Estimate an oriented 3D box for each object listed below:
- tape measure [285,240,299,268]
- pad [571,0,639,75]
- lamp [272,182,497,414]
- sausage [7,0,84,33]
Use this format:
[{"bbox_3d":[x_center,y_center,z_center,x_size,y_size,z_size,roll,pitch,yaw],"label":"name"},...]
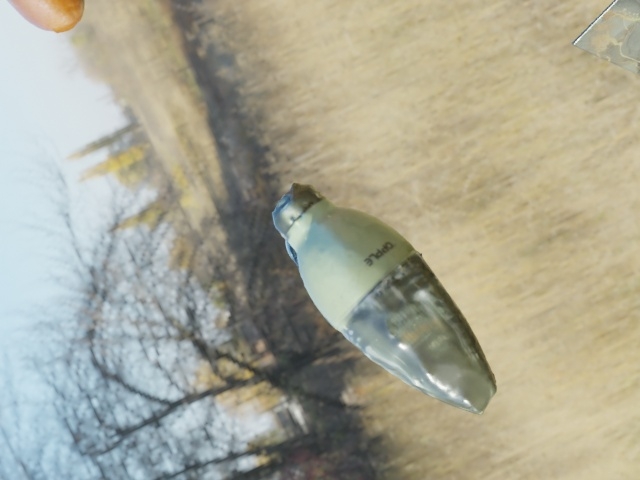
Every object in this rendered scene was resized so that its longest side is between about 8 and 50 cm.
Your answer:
[{"bbox_3d":[-0.002,0.000,1.649,0.054,0.094,0.091,-147,42,-75],"label":"tape measure"},{"bbox_3d":[0.529,-0.262,1.433,0.247,0.367,0.007,-48,36,39],"label":"pad"},{"bbox_3d":[0.056,0.049,0.984,0.250,0.101,0.101,44,172,10],"label":"lamp"},{"bbox_3d":[-0.288,-0.272,1.096,0.076,0.076,0.197,61,-178,36],"label":"sausage"}]
